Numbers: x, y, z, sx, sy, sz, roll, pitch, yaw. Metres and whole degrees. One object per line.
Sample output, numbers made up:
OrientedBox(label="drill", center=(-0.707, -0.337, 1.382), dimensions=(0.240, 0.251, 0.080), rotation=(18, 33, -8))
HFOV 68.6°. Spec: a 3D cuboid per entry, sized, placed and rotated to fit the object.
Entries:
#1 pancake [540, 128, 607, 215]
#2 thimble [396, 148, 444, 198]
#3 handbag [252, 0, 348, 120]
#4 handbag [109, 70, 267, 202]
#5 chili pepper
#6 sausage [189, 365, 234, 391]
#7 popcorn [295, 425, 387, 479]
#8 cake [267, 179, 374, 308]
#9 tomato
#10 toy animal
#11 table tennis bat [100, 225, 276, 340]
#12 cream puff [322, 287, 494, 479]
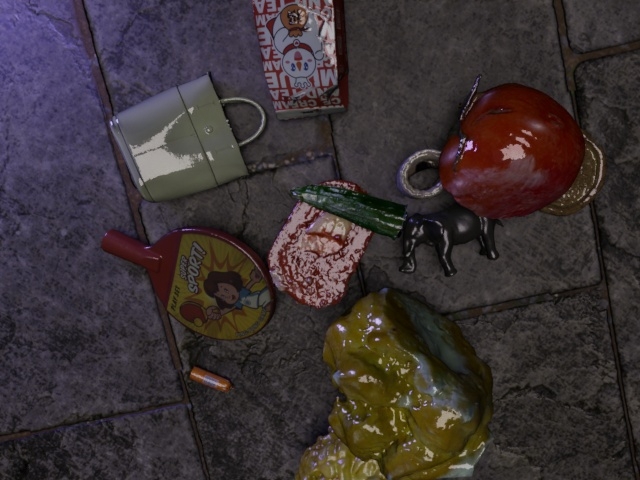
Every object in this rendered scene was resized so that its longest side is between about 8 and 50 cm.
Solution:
OrientedBox(label="pancake", center=(0.529, -0.152, 1.021), dimensions=(0.200, 0.021, 0.199), rotation=(0, 97, 1))
OrientedBox(label="thimble", center=(0.221, -0.139, 0.999), dimensions=(0.115, 0.090, 0.102), rotation=(-10, 93, 5))
OrientedBox(label="handbag", center=(-0.034, -0.401, 0.957), dimensions=(0.171, 0.151, 0.297), rotation=(0, 112, 12))
OrientedBox(label="handbag", center=(-0.270, -0.224, 1.025), dimensions=(0.316, 0.109, 0.241), rotation=(-23, 97, -9))
OrientedBox(label="chili pepper", center=(0.049, -0.063, 0.886), dimensions=(0.227, 0.088, 0.059), rotation=(16, 122, 7))
OrientedBox(label="sausage", center=(-0.253, 0.327, 1.098), dimensions=(0.107, 0.031, 0.031), rotation=(24, 97, -1))
OrientedBox(label="popcorn", center=(0.060, 0.495, 1.029), dimensions=(0.235, 0.216, 0.181), rotation=(-32, 82, -20))
OrientedBox(label="cake", center=(0.000, 0.000, 0.991), dimensions=(0.177, 0.151, 0.282), rotation=(25, 95, -4))
OrientedBox(label="tomato", center=(0.395, -0.177, 0.900), dimensions=(0.309, 0.170, 0.308), rotation=(0, 88, -10))
OrientedBox(label="toy animal", center=(0.272, -0.005, 1.012), dimensions=(0.245, 0.115, 0.146), rotation=(-23, 103, -17))
OrientedBox(label="table tennis bat", center=(-0.290, 0.076, 1.035), dimensions=(0.415, 0.051, 0.267), rotation=(23, 117, 6))
OrientedBox(label="cream puff", center=(0.151, 0.290, 0.926), dimensions=(0.378, 0.378, 0.275), rotation=(38, 113, -3))
